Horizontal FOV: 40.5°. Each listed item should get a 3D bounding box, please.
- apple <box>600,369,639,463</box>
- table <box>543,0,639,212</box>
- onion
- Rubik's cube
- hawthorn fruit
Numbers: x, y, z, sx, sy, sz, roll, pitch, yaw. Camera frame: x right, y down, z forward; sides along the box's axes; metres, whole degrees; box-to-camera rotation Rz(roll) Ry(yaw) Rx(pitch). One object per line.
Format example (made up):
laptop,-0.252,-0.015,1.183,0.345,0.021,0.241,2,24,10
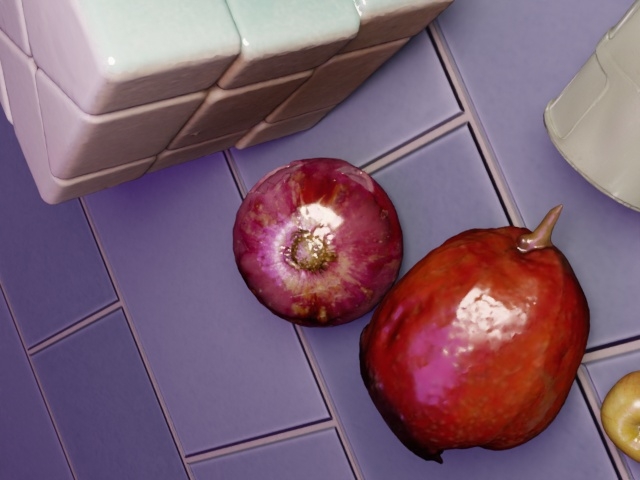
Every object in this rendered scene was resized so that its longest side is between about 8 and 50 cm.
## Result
apple,0.279,0.151,0.729,0.084,0.071,0.083,15,113,39
table,0.272,-0.136,0.609,0.126,0.126,0.220,50,130,19
onion,-0.001,0.003,0.891,0.177,0.153,0.177,0,89,31
Rubik's cube,-0.130,-0.253,0.763,0.319,0.316,0.321,-30,83,61
hawthorn fruit,0.143,0.070,0.764,0.190,0.190,0.251,35,110,30
